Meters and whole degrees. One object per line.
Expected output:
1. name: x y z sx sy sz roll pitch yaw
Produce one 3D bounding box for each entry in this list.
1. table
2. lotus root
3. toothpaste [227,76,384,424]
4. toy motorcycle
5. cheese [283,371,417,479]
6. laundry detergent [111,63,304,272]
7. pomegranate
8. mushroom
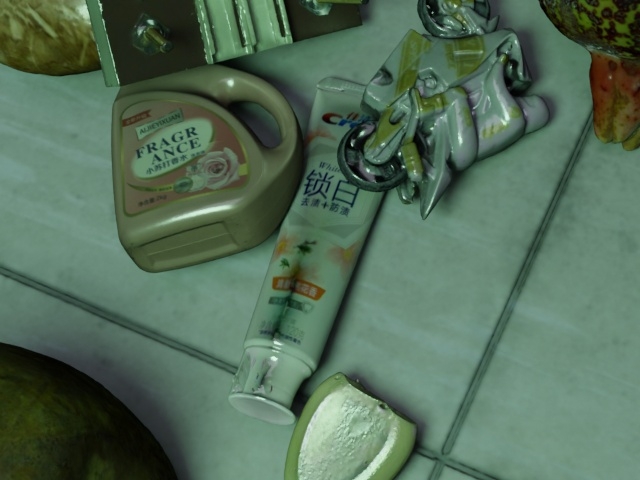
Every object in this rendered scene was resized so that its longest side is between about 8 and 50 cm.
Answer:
1. table: -0.072 -0.218 1.199 0.240 0.111 0.122 -18 103 -23
2. lotus root: -0.262 0.189 1.045 0.250 0.346 0.251 -4 76 15
3. toothpaste: 0.000 0.000 1.204 0.100 0.066 0.323 13 65 13
4. toy motorcycle: 0.119 -0.118 1.207 0.152 0.073 0.225 27 71 4
5. cheese: -0.003 0.206 1.137 0.097 0.037 0.192 32 88 20
6. laundry detergent: -0.101 -0.095 1.239 0.171 0.076 0.237 -14 53 9
7. pomegranate: 0.273 -0.196 1.163 0.214 0.214 0.248 17 112 18
8. mushroom: -0.211 -0.225 1.282 0.285 0.156 0.151 -22 66 6
